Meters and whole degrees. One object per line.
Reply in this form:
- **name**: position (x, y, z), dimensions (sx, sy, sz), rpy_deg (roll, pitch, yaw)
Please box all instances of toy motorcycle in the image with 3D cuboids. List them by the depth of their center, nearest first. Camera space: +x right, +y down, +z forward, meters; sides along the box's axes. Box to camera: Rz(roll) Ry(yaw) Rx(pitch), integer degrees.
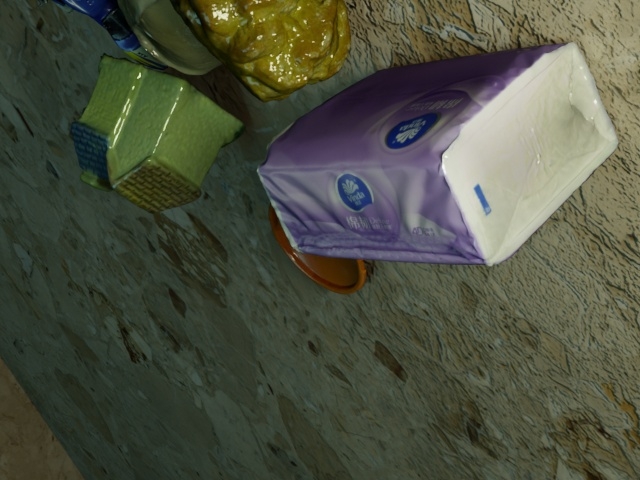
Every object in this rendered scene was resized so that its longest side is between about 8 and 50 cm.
- **toy motorcycle**: position (-0.332, -0.355, 1.742), dimensions (0.315, 0.113, 0.169), rpy_deg (38, -165, -37)

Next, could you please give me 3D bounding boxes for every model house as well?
- **model house**: position (-0.259, -0.145, 1.835), dimensions (0.214, 0.189, 0.195), rpy_deg (21, 170, 35)

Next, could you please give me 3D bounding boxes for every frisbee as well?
- **frisbee**: position (0.000, 0.000, 1.888), dimensions (0.192, 0.035, 0.192), rpy_deg (35, 150, 23)

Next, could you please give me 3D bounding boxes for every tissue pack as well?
- **tissue pack**: position (0.118, -0.097, 1.386), dimensions (0.338, 0.242, 0.160), rpy_deg (3, 126, 52)

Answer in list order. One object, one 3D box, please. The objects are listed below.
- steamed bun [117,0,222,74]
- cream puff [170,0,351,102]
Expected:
- **steamed bun**: position (-0.203, -0.303, 1.663), dimensions (0.212, 0.110, 0.231), rpy_deg (54, 177, -31)
- **cream puff**: position (-0.077, -0.278, 1.472), dimensions (0.244, 0.196, 0.244), rpy_deg (160, 90, -75)
